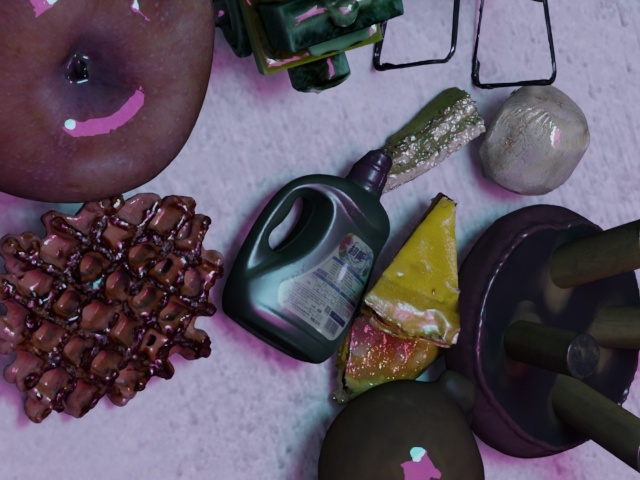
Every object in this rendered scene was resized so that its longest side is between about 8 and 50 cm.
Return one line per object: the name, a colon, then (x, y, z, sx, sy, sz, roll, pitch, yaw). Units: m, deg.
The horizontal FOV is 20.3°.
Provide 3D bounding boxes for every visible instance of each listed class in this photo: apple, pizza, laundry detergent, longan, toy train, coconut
apple: (-0.222, -0.170, 1.509, 0.305, 0.235, 0.306, -12, 115, -27)
pizza: (0.069, 0.105, 1.827, 0.160, 0.035, 0.099, -31, 107, -27)
laundry detergent: (0.000, 0.000, 1.757, 0.144, 0.078, 0.222, 34, 76, -29)
longan: (0.089, 0.219, 1.771, 0.204, 0.159, 0.185, -56, 136, -13)
toy train: (-0.039, -0.322, 1.606, 0.160, 0.253, 0.397, -18, 101, -11)
coconut: (0.217, -0.101, 1.870, 0.110, 0.124, 0.110, 21, 38, -17)

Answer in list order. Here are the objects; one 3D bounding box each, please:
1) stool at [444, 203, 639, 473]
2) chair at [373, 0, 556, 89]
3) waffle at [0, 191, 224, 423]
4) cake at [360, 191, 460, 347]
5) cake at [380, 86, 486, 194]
stool: (0.277, 0.100, 1.848, 0.272, 0.178, 0.272, -3, 95, -40)
chair: (0.154, -0.273, 1.800, 0.140, 0.145, 0.221, 8, 87, -31)
waffle: (-0.191, 0.055, 1.635, 0.234, 0.055, 0.221, -21, 123, -24)
cake: (0.081, 0.030, 1.789, 0.116, 0.080, 0.185, 10, 57, -18)
cake: (0.109, -0.100, 1.834, 0.140, 0.055, 0.051, -42, 118, -20)
